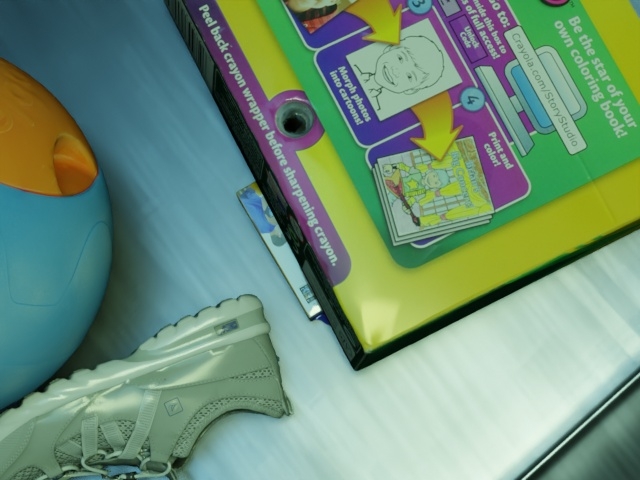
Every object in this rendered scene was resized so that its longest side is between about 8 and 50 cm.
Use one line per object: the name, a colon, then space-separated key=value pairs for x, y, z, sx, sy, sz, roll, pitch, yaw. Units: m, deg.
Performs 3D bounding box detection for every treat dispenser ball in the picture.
treat dispenser ball: x=-0.297 y=-0.005 z=1.212 sx=0.288 sy=0.288 sz=0.288 roll=-1 pitch=81 yaw=3

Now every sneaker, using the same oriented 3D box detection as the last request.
sneaker: x=-0.152 y=0.149 z=1.271 sx=0.281 sy=0.105 sz=0.115 roll=-28 pitch=85 yaw=1

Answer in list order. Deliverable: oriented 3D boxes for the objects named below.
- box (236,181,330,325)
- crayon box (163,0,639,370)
box: x=0.000 y=0.000 z=1.325 sx=0.081 sy=0.028 sz=0.136 roll=-31 pitch=78 yaw=-3
crayon box: x=0.086 y=-0.131 z=1.288 sx=0.313 sy=0.106 sz=0.363 roll=-26 pitch=80 yaw=-9
